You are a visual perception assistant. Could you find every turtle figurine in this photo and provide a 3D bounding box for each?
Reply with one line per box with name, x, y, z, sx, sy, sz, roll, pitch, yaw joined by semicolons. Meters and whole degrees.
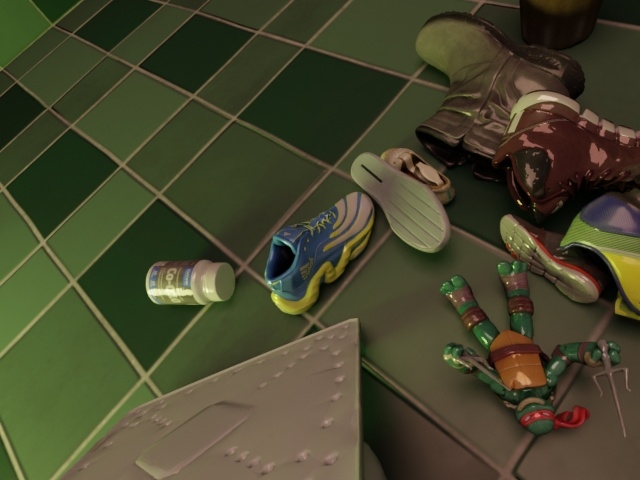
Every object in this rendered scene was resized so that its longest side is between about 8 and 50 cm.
turtle figurine;0.229;0.134;0.514;0.176;0.118;0.234;-6;42;1

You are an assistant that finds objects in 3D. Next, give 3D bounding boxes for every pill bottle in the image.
pill bottle;-0.223;0.072;0.755;0.137;0.078;0.078;-3;59;20

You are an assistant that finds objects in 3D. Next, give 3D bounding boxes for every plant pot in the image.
plant pot;0.420;-0.439;0.755;0.167;0.165;0.166;-11;57;17

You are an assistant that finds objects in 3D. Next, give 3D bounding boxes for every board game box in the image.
board game box;-0.128;0.231;0.474;0.390;0.390;0.050;-24;94;7

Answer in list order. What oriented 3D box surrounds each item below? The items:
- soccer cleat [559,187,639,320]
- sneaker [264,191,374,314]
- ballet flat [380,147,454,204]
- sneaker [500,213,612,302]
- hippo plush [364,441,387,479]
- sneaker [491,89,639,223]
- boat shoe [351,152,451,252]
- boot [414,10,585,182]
soccer cleat;0.409;0.066;0.491;0.121;0.093;0.289;-48;69;17
sneaker;0.000;0.000;0.679;0.091;0.126;0.240;23;72;31
ballet flat;0.161;-0.122;0.735;0.057;0.052;0.168;-42;54;-6
sneaker;0.318;0.015;0.594;0.065;0.061;0.158;-33;62;-15
hippo plush;-0.004;0.341;0.450;0.234;0.294;0.236;36;50;14
sneaker;0.362;-0.073;0.582;0.282;0.106;0.162;30;82;18
boat shoe;0.138;-0.065;0.694;0.083;0.076;0.226;-49;51;21
boot;0.237;-0.257;0.754;0.222;0.118;0.338;-45;50;-2
